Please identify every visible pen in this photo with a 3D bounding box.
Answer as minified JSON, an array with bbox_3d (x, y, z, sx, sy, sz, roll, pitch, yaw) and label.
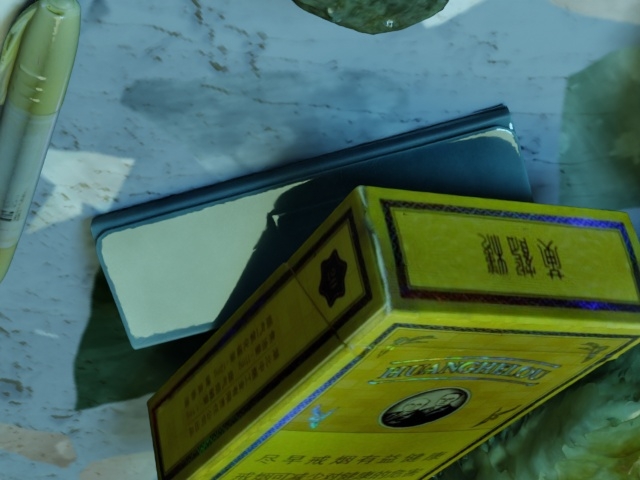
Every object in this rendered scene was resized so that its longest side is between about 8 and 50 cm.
[{"bbox_3d":[-0.179,-0.050,0.812,0.040,0.032,0.233,26,130,-3],"label":"pen"}]

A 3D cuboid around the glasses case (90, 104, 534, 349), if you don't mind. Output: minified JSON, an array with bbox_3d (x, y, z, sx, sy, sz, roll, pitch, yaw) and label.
[{"bbox_3d":[0.000,0.000,0.880,0.266,0.056,0.105,-15,137,5],"label":"glasses case"}]

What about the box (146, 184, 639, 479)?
[{"bbox_3d":[0.039,0.079,0.880,0.193,0.084,0.301,3,150,-30],"label":"box"}]

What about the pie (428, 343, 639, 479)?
[{"bbox_3d":[0.297,0.152,0.979,0.418,0.180,0.395,2,151,-10],"label":"pie"}]

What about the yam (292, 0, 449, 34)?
[{"bbox_3d":[-0.028,-0.207,0.609,0.133,0.133,0.330,-27,138,17],"label":"yam"}]
